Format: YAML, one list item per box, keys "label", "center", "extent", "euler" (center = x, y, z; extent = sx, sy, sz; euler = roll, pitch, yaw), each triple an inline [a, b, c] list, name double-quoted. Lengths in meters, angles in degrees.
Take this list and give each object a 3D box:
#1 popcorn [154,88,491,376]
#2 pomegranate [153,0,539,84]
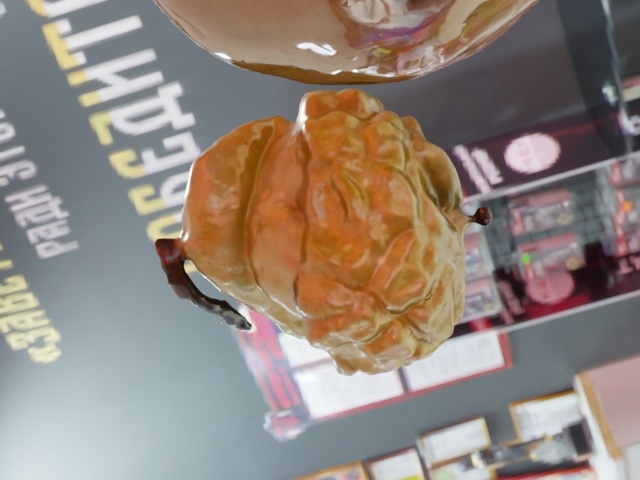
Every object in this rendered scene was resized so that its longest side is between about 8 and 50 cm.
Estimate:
- label: "popcorn"
  center: [0.000, 0.000, 1.328]
  extent: [0.349, 0.381, 0.349]
  euler: [168, 90, -83]
- label: "pomegranate"
  center: [0.020, -0.315, 0.846]
  extent: [0.411, 0.411, 0.411]
  euler: [-16, -90, -85]
